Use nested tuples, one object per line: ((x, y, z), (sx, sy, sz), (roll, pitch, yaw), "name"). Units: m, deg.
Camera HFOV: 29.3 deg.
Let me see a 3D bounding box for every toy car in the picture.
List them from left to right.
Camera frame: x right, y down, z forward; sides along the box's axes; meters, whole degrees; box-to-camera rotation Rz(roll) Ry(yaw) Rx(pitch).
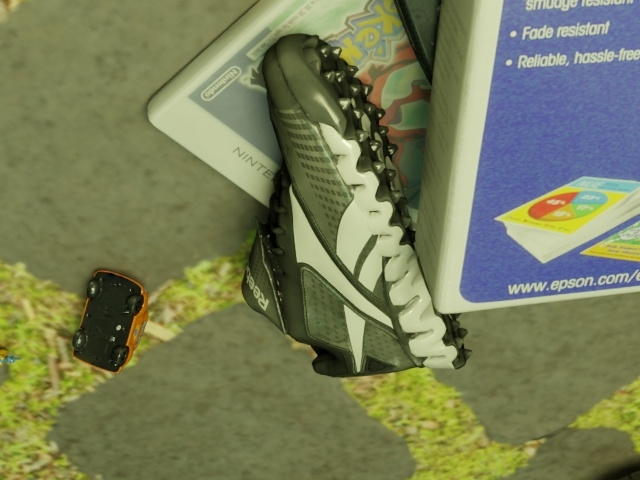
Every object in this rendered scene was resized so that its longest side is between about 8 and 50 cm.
((-0.156, 0.048, 0.740), (0.122, 0.060, 0.040), (0, 179, 19), "toy car")

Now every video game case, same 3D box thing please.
((0.044, -0.074, 0.637), (0.201, 0.023, 0.183), (-37, 125, 26), "video game case")

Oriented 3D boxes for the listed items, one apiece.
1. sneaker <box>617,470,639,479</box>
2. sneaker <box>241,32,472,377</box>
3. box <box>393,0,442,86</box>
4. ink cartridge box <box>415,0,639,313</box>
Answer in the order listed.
((0.332, 0.202, 0.879), (0.283, 0.107, 0.124), (-6, 151, 3), "sneaker")
((0.000, 0.000, 0.635), (0.106, 0.078, 0.234), (-17, 134, 10), "sneaker")
((0.123, -0.181, 0.501), (0.232, 0.059, 0.183), (-24, 131, 5), "box")
((0.200, -0.113, 0.497), (0.303, 0.072, 0.307), (-5, 128, -11), "ink cartridge box")
